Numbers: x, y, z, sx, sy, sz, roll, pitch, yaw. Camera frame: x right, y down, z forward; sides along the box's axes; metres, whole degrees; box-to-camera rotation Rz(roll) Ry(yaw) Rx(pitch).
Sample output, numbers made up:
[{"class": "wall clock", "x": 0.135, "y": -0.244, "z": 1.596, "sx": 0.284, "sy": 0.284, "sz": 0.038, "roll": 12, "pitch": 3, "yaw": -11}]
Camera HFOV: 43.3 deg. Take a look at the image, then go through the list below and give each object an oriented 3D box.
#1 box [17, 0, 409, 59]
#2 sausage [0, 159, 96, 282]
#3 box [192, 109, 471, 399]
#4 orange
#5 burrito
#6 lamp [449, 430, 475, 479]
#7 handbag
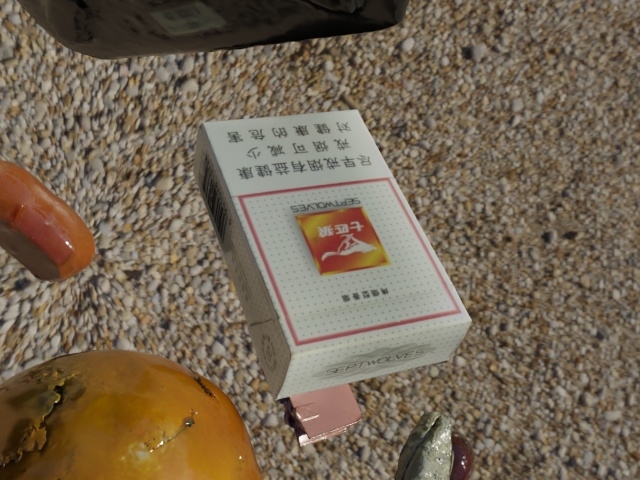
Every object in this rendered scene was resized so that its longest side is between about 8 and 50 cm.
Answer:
[{"class": "box", "x": -0.130, "y": -0.259, "z": 0.528, "sx": 0.350, "sy": 0.359, "sz": 0.091, "roll": 52, "pitch": 47, "yaw": -48}, {"class": "sausage", "x": -0.487, "y": -0.031, "z": 1.361, "sx": 0.133, "sy": 0.133, "sz": 0.258, "roll": -50, "pitch": 128, "yaw": -12}, {"class": "box", "x": 0.000, "y": 0.000, "z": 0.911, "sx": 0.210, "sy": 0.095, "sz": 0.330, "roll": -9, "pitch": 53, "yaw": -22}, {"class": "orange", "x": -0.166, "y": 0.199, "z": 0.609, "sx": 0.246, "sy": 0.246, "sz": 0.246, "roll": 0, "pitch": 89, "yaw": -17}, {"class": "burrito", "x": 0.099, "y": 0.276, "z": 0.811, "sx": 0.229, "sy": 0.058, "sz": 0.063, "roll": -75, "pitch": 147, "yaw": -45}, {"class": "lamp", "x": 0.233, "y": 0.445, "z": 1.561, "sx": 0.156, "sy": 0.157, "sz": 0.135, "roll": -37, "pitch": 89, "yaw": 10}, {"class": "handbag", "x": -0.024, "y": 0.284, "z": 1.580, "sx": 0.157, "sy": 0.059, "sz": 0.212, "roll": -8, "pitch": 64, "yaw": -41}]
